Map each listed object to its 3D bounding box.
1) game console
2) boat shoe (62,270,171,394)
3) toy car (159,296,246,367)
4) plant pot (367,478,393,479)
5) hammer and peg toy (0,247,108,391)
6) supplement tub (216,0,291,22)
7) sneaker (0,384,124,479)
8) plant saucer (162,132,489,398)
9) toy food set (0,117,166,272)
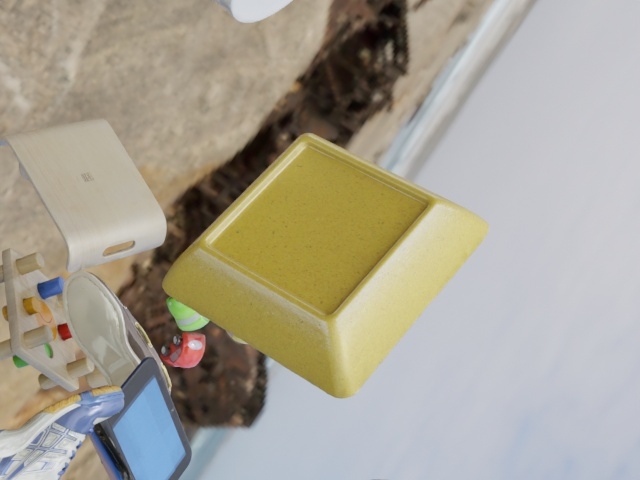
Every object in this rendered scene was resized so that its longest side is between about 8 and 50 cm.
[{"bbox_3d":[-0.285,0.403,1.977,0.173,0.250,0.293,-29,129,-17],"label":"game console"},{"bbox_3d":[-0.401,0.201,2.214,0.117,0.324,0.097,-29,-175,16],"label":"boat shoe"},{"bbox_3d":[-0.215,0.160,2.030,0.239,0.053,0.225,-22,149,9],"label":"toy car"},{"bbox_3d":[0.152,0.433,1.242,0.334,0.341,0.341,13,-117,49],"label":"plant pot"},{"bbox_3d":[-0.591,0.193,2.450,0.127,0.266,0.361,-20,150,8],"label":"hammer and peg toy"},{"bbox_3d":[-0.155,-0.483,1.524,0.241,0.331,0.241,-41,167,-12],"label":"supplement tub"},{"bbox_3d":[-0.435,0.338,1.778,0.296,0.131,0.112,-26,173,-23],"label":"sneaker"},{"bbox_3d":[0.000,0.000,1.482,0.332,0.333,0.081,-48,148,-24],"label":"plant saucer"},{"bbox_3d":[-0.452,-0.092,2.094,0.220,0.306,0.092,-18,157,-43],"label":"toy food set"}]
